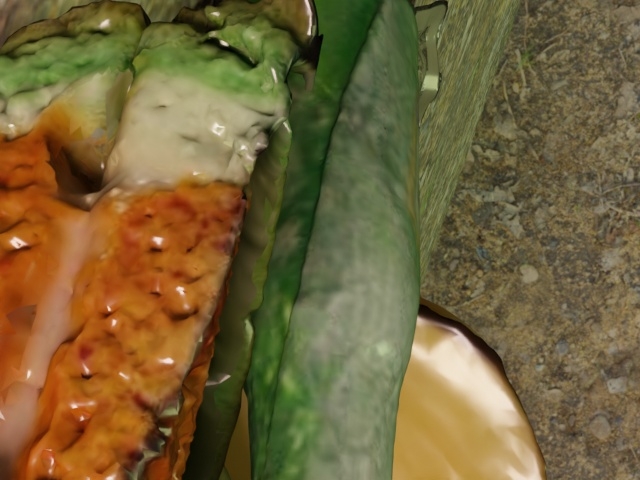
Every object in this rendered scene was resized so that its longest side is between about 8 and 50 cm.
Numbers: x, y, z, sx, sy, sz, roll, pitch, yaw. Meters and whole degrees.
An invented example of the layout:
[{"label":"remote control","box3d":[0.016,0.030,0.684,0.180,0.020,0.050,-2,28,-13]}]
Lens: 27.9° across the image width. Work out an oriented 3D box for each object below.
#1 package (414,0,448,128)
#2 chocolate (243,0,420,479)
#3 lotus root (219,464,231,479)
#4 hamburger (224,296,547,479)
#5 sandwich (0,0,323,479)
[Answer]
[{"label":"package","box3d":[0.061,-0.134,1.181,0.232,0.040,0.166,-38,145,-59]},{"label":"chocolate","box3d":[0.000,0.000,0.585,0.110,0.110,0.291,97,-6,-54]},{"label":"lotus root","box3d":[-0.086,0.131,0.628,0.077,0.090,0.183,-135,-154,-61]},{"label":"hamburger","box3d":[0.000,0.167,0.816,0.237,0.276,0.276,123,-12,-83]},{"label":"sandwich","box3d":[-0.092,0.071,0.428,0.292,0.109,0.212,102,7,-48]}]
